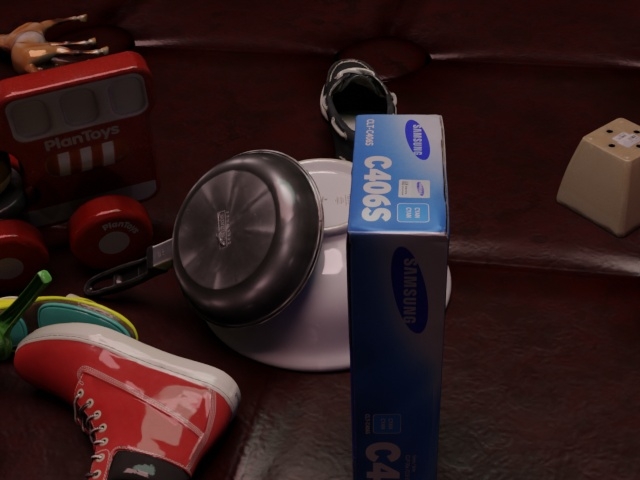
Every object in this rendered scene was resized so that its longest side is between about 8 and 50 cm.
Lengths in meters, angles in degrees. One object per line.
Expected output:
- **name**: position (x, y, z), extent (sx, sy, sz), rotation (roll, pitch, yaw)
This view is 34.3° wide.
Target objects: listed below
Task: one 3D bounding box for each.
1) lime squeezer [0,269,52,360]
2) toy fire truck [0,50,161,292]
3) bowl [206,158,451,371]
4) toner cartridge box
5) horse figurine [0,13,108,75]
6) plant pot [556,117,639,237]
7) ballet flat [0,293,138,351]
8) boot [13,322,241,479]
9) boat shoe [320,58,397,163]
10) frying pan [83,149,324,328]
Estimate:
- **lime squeezer**: position (-0.374, 0.112, 1.064), extent (0.310, 0.110, 0.059), rotation (-34, 68, 13)
- **toy fire truck**: position (-0.334, -0.091, 1.205), extent (0.302, 0.254, 0.169), rotation (-14, 50, -12)
- **bowl**: position (0.000, 0.000, 1.174), extent (0.298, 0.134, 0.298), rotation (-3, 38, 2)
- **toner cartridge box**: position (0.065, 0.083, 0.883), extent (0.075, 0.348, 0.165), rotation (0, 38, 3)
- **horse figurine**: position (-0.441, -0.304, 1.670), extent (0.174, 0.066, 0.263), rotation (-12, 35, -19)
- **plant pot**: position (0.369, -0.086, 1.279), extent (0.109, 0.096, 0.109), rotation (-27, 42, -26)
- **ballet flat**: position (-0.305, 0.089, 1.143), extent (0.231, 0.077, 0.077), rotation (0, 21, 9)
- **boot**: position (-0.222, 0.178, 1.006), extent (0.244, 0.088, 0.176), rotation (13, 42, 16)
- **boat shoe**: position (0.058, -0.190, 1.447), extent (0.114, 0.091, 0.302), rotation (-8, 38, -5)
- **frying pan**: position (-0.137, -0.014, 1.130), extent (0.326, 0.053, 0.197), rotation (9, 81, 35)
